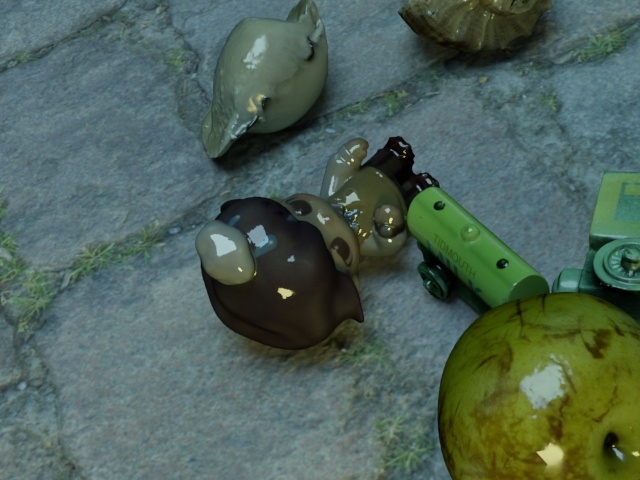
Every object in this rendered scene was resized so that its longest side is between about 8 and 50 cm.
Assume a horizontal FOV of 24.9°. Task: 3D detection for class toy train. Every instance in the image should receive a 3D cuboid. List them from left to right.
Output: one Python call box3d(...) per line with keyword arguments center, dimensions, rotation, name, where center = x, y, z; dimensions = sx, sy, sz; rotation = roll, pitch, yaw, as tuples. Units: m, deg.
box3d(center=(0.199, 0.035, 1.814), dimensions=(0.105, 0.157, 0.253), rotation=(-34, 47, -11), name="toy train")
box3d(center=(0.482, 0.034, 1.718), dimensions=(0.397, 0.160, 0.253), rotation=(4, 39, 19), name="toy train")

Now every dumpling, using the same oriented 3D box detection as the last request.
box3d(center=(-0.105, -0.251, 2.229), dimensions=(0.243, 0.175, 0.227), rotation=(-27, 12, -27), name="dumpling")

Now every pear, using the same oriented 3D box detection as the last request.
box3d(center=(0.254, 0.190, 1.575), dimensions=(0.283, 0.284, 0.284), rotation=(-10, 44, 10), name="pear")

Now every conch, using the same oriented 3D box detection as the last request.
box3d(center=(0.249, -0.361, 2.203), dimensions=(0.210, 0.159, 0.291), rotation=(-46, 10, -14), name="conch")

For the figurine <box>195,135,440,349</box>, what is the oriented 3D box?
box3d(center=(0.013, -0.004, 1.894), dimensions=(0.365, 0.218, 0.206), rotation=(-34, 8, -18), name="figurine")
